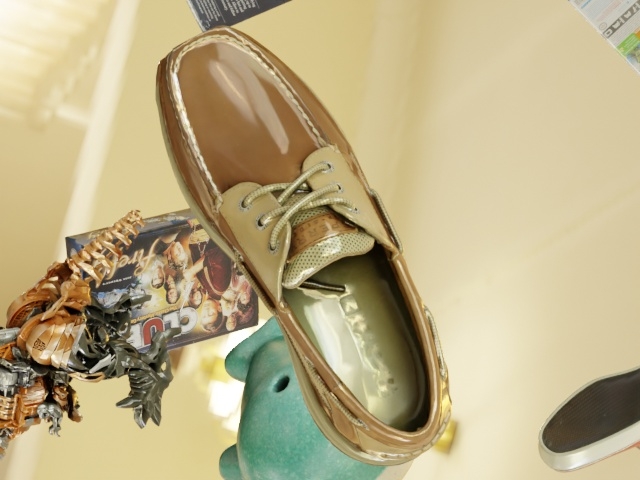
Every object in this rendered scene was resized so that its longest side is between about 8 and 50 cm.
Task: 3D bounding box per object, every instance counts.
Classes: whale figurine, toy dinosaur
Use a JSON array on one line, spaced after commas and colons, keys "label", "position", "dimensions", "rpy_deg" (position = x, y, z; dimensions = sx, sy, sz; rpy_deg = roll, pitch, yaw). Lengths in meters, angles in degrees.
[{"label": "whale figurine", "position": [-0.021, 0.147, 1.803], "dimensions": [0.216, 0.141, 0.272], "rpy_deg": [-38, -140, 3]}, {"label": "toy dinosaur", "position": [-0.277, 0.118, 2.069], "dimensions": [0.322, 0.218, 0.164], "rpy_deg": [-41, -128, 30]}]

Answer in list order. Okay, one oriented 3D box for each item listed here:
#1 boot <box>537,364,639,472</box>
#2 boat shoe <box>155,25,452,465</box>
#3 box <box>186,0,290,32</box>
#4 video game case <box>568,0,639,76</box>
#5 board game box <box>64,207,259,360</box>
[{"label": "boot", "position": [0.354, 0.208, 1.983], "dimensions": [0.244, 0.176, 0.088], "rpy_deg": [-28, -139, -4]}, {"label": "boat shoe", "position": [0.000, 0.000, 1.268], "dimensions": [0.122, 0.324, 0.120], "rpy_deg": [-31, 179, -9]}, {"label": "box", "position": [-0.090, -0.383, 2.486], "dimensions": [0.207, 0.108, 0.153], "rpy_deg": [-24, -141, 3]}, {"label": "video game case", "position": [0.365, -0.244, 2.038], "dimensions": [0.119, 0.166, 0.015], "rpy_deg": [-43, -165, 14]}, {"label": "board game box", "position": [-0.188, 0.051, 2.291], "dimensions": [0.042, 0.243, 0.165], "rpy_deg": [27, -55, 51]}]
